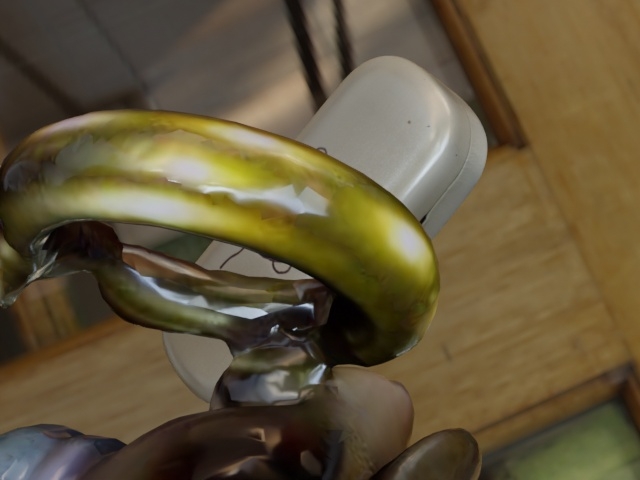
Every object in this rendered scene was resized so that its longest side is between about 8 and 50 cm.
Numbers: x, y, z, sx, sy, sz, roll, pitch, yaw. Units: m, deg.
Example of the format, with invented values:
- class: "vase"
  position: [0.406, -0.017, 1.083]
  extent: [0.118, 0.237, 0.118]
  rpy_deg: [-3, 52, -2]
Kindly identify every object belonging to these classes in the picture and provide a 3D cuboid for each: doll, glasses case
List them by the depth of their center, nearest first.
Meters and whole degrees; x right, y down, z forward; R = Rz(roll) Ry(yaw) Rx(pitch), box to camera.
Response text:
- class: "doll"
  position: [-0.107, 0.093, 0.553]
  extent: [0.209, 0.340, 0.318]
  rpy_deg: [-53, 143, -32]
- class: "glasses case"
  position: [0.000, 0.000, 0.831]
  extent: [0.196, 0.083, 0.050]
  rpy_deg: [-52, 139, 10]
